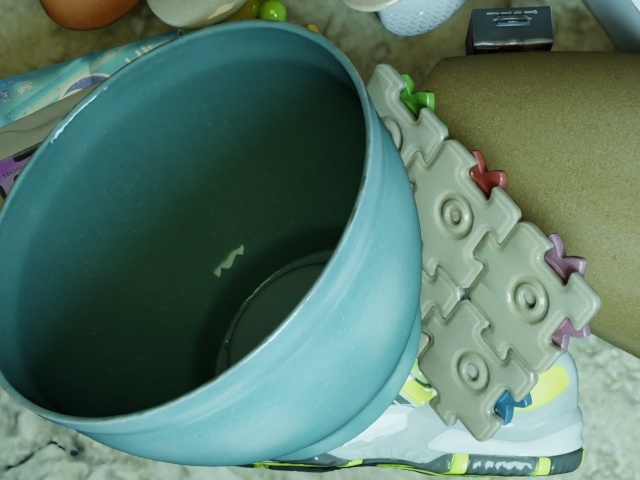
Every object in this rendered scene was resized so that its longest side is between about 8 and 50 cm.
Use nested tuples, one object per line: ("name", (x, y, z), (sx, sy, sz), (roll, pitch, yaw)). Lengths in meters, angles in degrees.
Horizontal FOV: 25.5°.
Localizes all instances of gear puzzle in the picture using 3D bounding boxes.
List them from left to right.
("gear puzzle", (0.061, -0.025, 1.026), (0.339, 0.044, 0.175), (51, 132, 23))

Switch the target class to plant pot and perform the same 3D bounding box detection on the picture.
("plant pot", (-0.051, 0.030, 0.937), (0.293, 0.293, 0.196), (-40, 134, 3))
("plant pot", (0.194, -0.044, 1.056), (0.254, 0.237, 0.237), (18, 93, 17))

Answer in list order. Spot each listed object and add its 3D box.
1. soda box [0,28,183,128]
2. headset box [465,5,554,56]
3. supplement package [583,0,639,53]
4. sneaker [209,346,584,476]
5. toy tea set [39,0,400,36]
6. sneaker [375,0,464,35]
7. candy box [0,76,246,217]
("soda box", (-0.176, -0.111, 1.120), (0.210, 0.071, 0.067), (-16, 92, 2))
("headset box", (0.147, -0.157, 1.103), (0.062, 0.083, 0.032), (-2, 78, 2))
("supplement package", (0.266, -0.277, 1.063), (0.203, 0.149, 0.194), (-37, 90, 3))
("sneaker", (0.012, 0.107, 1.110), (0.384, 0.145, 0.147), (4, 79, -6))
("toy tea set", (-0.081, -0.219, 1.064), (0.336, 0.124, 0.200), (27, 74, 30))
("sneaker", (0.065, -0.303, 1.095), (0.101, 0.153, 0.268), (-10, 128, -14))
("candy box", (-0.133, -0.025, 1.081), (0.165, 0.070, 0.196), (-25, 119, 6))
